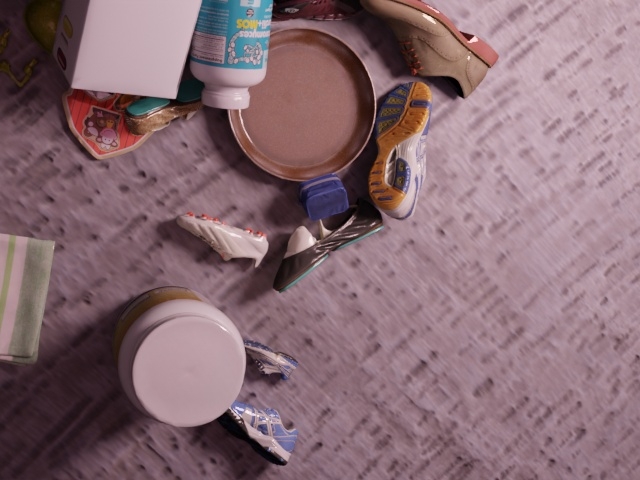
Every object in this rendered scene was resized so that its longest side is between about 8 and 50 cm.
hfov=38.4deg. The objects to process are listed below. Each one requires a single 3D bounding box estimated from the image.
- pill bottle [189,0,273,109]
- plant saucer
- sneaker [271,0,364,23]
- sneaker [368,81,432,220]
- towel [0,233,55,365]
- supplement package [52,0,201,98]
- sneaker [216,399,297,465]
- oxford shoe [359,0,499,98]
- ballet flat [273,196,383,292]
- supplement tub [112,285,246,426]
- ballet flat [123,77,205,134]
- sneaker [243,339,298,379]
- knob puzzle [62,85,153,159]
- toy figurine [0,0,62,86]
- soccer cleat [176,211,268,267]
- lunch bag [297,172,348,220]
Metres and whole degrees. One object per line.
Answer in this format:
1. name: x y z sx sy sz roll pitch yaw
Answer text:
1. pill bottle: -0.168 -0.384 1.720 0.146 0.146 0.264 1 111 -16
2. plant saucer: -0.041 -0.276 1.873 0.311 0.050 0.310 -2 95 -16
3. sneaker: 0.007 -0.488 1.810 0.282 0.162 0.106 -16 99 -14
4. sneaker: 0.172 -0.185 1.923 0.112 0.131 0.296 8 72 26
5. towel: -0.684 0.100 1.729 0.325 0.038 0.247 9 91 -16
6. supplement package: -0.343 -0.409 1.647 0.204 0.145 0.261 1 124 -33
7. sneaker: -0.137 0.373 1.893 0.211 0.080 0.081 43 61 -15
8. oxford shoe: 0.210 -0.402 1.877 0.348 0.123 0.130 25 98 -26
9. ballet flat: 0.000 0.000 1.891 0.280 0.095 0.096 -32 92 -21
10. supplement tub: -0.265 0.212 1.709 0.229 0.316 0.228 -1 94 -15
11. ballet flat: -0.290 -0.260 1.796 0.206 0.073 0.067 -24 143 -27
12. sneaker: -0.114 0.250 1.894 0.135 0.052 0.058 26 91 -16
13. knob puzzle: -0.405 -0.251 1.783 0.213 0.030 0.213 -1 95 -16
14. toy figurine: -0.583 -0.460 1.620 0.191 0.217 0.362 -39 103 -9
15. soccer cleat: -0.199 -0.001 1.843 0.196 0.068 0.076 18 92 -19
16. lunch bag: 0.001 -0.089 1.864 0.099 0.065 0.067 -17 132 -8
